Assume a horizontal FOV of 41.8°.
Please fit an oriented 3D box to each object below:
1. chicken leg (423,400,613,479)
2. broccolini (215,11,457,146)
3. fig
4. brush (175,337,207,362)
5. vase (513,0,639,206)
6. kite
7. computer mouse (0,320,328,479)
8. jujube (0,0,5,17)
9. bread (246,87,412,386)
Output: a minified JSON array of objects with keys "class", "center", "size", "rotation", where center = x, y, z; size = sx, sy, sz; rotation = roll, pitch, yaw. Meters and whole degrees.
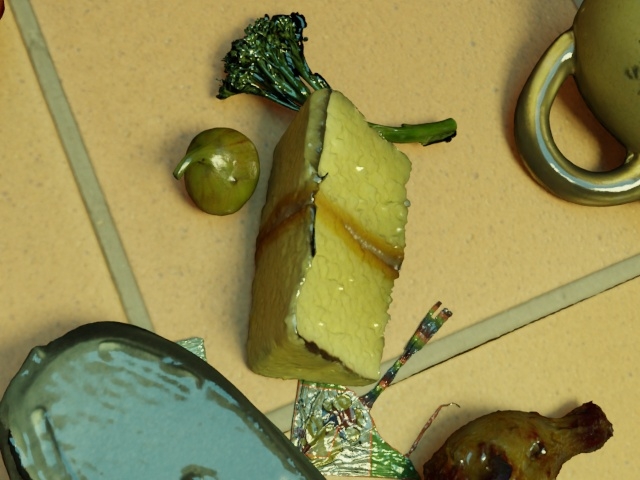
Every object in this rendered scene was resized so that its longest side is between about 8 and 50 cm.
[{"class":"chicken leg","center":[0.179,0.255,0.779],"size":[0.177,0.083,0.322],"rotation":[32,53,-9]},{"class":"broccolini","center":[0.026,-0.172,0.915],"size":[0.271,0.062,0.123],"rotation":[15,79,-12]},{"class":"fig","center":[-0.102,-0.074,0.818],"size":[0.084,0.098,0.082],"rotation":[-45,70,-5]},{"class":"brush","center":[-0.200,0.145,0.763],"size":[0.205,0.011,0.083],"rotation":[-9,76,-18]},{"class":"vase","center":[0.382,-0.152,0.946],"size":[0.329,0.241,0.302],"rotation":[-18,91,7]},{"class":"kite","center":[0.059,0.152,0.841],"size":[0.244,0.006,0.198],"rotation":[-40,87,-24]},{"class":"computer mouse","center":[-0.105,0.226,0.710],"size":[0.374,0.114,0.203],"rotation":[43,68,6]},{"class":"jujube","center":[-0.382,-0.184,0.731],"size":[0.174,0.174,0.250],"rotation":[26,71,-7]},{"class":"bread","center":[0.000,0.000,0.823],"size":[0.142,0.178,0.266],"rotation":[-3,64,18]}]
